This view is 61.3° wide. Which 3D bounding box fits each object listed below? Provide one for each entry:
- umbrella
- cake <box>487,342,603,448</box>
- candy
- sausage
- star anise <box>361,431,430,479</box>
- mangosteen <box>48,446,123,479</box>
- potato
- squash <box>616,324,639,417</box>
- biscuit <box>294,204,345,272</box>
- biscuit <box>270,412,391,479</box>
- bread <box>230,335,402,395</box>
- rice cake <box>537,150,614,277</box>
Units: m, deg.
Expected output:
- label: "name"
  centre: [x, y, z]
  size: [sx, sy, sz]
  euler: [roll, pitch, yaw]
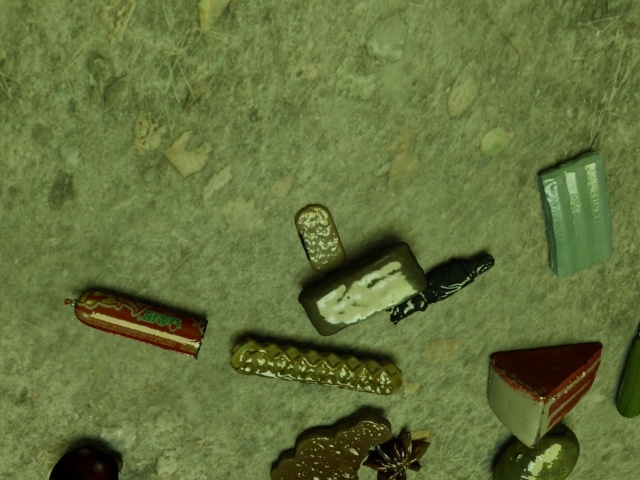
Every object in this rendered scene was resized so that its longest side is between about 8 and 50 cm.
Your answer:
- label: "umbrella"
  centre: [0.232, 0.086, 1.063]
  size: [0.236, 0.059, 0.066]
  euler: [-29, 73, 5]
- label: "cake"
  centre: [0.489, 0.311, 1.207]
  size: [0.262, 0.160, 0.158]
  euler: [-22, 122, -35]
- label: "candy"
  centre: [0.080, 0.093, 1.015]
  size: [0.234, 0.102, 0.104]
  euler: [-29, 96, 5]
- label: "sausage"
  centre: [-0.348, 0.153, 1.020]
  size: [0.264, 0.083, 0.083]
  euler: [19, 113, -14]
- label: "star anise"
  centre: [0.184, 0.515, 1.269]
  size: [0.168, 0.057, 0.167]
  euler: [-2, 116, -4]
- label: "mangosteen"
  centre: [-0.497, 0.513, 1.157]
  size: [0.153, 0.152, 0.152]
  euler: [-3, 116, -5]
- label: "potato"
  centre: [0.512, 0.531, 1.286]
  size: [0.149, 0.113, 0.251]
  euler: [30, 101, -11]
- label: "squash"
  centre: [0.722, 0.305, 1.218]
  size: [0.066, 0.066, 0.251]
  euler: [-5, 117, -4]
- label: "biscuit"
  centre: [0.000, 0.000, 1.015]
  size: [0.071, 0.018, 0.147]
  euler: [-20, 115, 1]
- label: "biscuit"
  centre: [0.030, 0.497, 1.238]
  size: [0.183, 0.047, 0.319]
  euler: [38, 110, -12]
- label: "bread"
  centre: [-0.004, 0.263, 1.112]
  size: [0.368, 0.077, 0.084]
  euler: [11, 113, -12]
- label: "rice cake"
  centre: [0.492, -0.046, 1.033]
  size: [0.127, 0.043, 0.237]
  euler: [-21, 117, 3]
